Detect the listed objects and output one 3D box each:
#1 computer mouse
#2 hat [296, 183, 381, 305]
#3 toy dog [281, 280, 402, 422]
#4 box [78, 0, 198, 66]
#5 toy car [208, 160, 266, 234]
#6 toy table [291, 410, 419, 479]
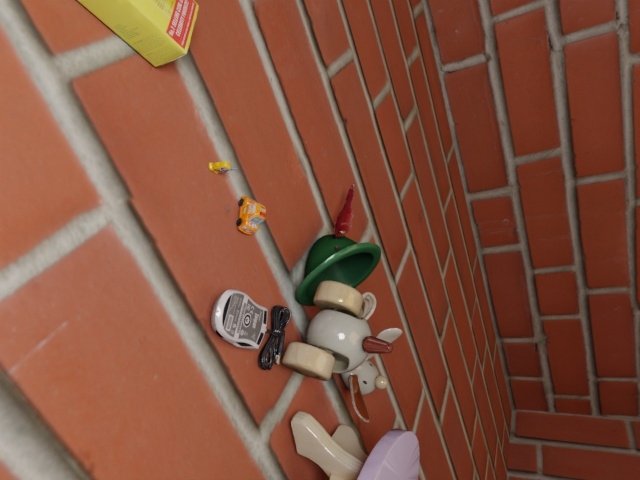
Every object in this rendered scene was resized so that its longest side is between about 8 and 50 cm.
[{"bbox_3d":[-0.106,0.120,0.681,0.193,0.042,0.106,48,50,-55],"label":"computer mouse"},{"bbox_3d":[0.000,0.000,0.885,0.208,0.173,0.184,6,43,-53],"label":"hat"},{"bbox_3d":[0.076,0.201,0.824,0.333,0.160,0.220,24,80,-60],"label":"toy dog"},{"bbox_3d":[-0.237,-0.300,0.501,0.232,0.058,0.087,39,52,-52],"label":"box"},{"bbox_3d":[-0.119,-0.060,0.687,0.122,0.040,0.060,50,44,-46],"label":"toy car"},{"bbox_3d":[0.042,0.403,0.751,0.274,0.160,0.252,-14,101,-58],"label":"toy table"}]
